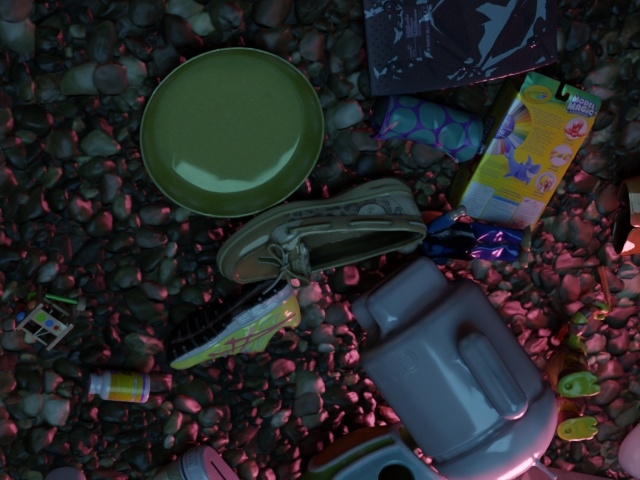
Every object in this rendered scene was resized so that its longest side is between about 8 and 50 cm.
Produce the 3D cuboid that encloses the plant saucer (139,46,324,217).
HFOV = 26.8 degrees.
[{"bbox_3d":[-0.116,-0.144,1.747,0.241,0.037,0.241,-6,120,-10],"label":"plant saucer"}]

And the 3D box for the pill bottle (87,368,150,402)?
[{"bbox_3d":[-0.285,0.205,1.899,0.083,0.043,0.043,7,117,-18],"label":"pill bottle"}]

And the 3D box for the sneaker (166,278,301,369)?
[{"bbox_3d":[-0.116,0.133,1.878,0.208,0.081,0.094,-29,124,3],"label":"sneaker"}]

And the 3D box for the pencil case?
[{"bbox_3d":[0.143,-0.151,1.789,0.151,0.064,0.070,15,98,-20],"label":"pencil case"}]

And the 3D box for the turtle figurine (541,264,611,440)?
[{"bbox_3d":[0.370,0.181,1.968,0.087,0.217,0.270,13,112,3],"label":"turtle figurine"}]

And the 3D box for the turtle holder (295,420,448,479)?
[{"bbox_3d":[0.112,0.413,1.960,0.243,0.320,0.227,21,113,-47],"label":"turtle holder"}]

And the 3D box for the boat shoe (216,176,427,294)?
[{"bbox_3d":[0.000,0.000,1.809,0.285,0.089,0.104,-21,146,-2],"label":"boat shoe"}]

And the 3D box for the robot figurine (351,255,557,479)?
[{"bbox_3d":[0.192,0.195,1.871,0.199,0.300,0.353,-36,91,-14],"label":"robot figurine"}]

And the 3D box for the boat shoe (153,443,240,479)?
[{"bbox_3d":[-0.141,0.432,2.042,0.094,0.109,0.302,-24,114,18],"label":"boat shoe"}]

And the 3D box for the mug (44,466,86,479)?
[{"bbox_3d":[-0.366,0.378,1.966,0.062,0.064,0.078,-44,120,12],"label":"mug"}]

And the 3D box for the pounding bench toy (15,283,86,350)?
[{"bbox_3d":[-0.365,0.091,1.811,0.083,0.052,0.065,-43,119,12],"label":"pounding bench toy"}]

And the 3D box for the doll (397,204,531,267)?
[{"bbox_3d":[0.194,-0.001,1.861,0.189,0.046,0.129,2,142,3],"label":"doll"}]

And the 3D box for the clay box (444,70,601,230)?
[{"bbox_3d":[0.278,-0.125,1.842,0.127,0.053,0.222,18,113,-22],"label":"clay box"}]

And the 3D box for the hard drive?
[{"bbox_3d":[0.176,-0.285,1.726,0.254,0.054,0.172,-11,121,-7],"label":"hard drive"}]

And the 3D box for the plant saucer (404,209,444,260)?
[{"bbox_3d":[0.148,-0.009,1.899,0.083,0.015,0.083,-6,121,-11],"label":"plant saucer"}]

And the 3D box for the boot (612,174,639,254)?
[{"bbox_3d":[0.531,-0.098,1.903,0.220,0.109,0.283,-3,127,-8],"label":"boot"}]

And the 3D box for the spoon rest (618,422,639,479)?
[{"bbox_3d":[0.589,0.291,2.150,0.137,0.084,0.276,24,124,-23],"label":"spoon rest"}]

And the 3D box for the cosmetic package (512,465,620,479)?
[{"bbox_3d":[0.415,0.444,2.180,0.231,0.085,0.117,12,115,-21],"label":"cosmetic package"}]
